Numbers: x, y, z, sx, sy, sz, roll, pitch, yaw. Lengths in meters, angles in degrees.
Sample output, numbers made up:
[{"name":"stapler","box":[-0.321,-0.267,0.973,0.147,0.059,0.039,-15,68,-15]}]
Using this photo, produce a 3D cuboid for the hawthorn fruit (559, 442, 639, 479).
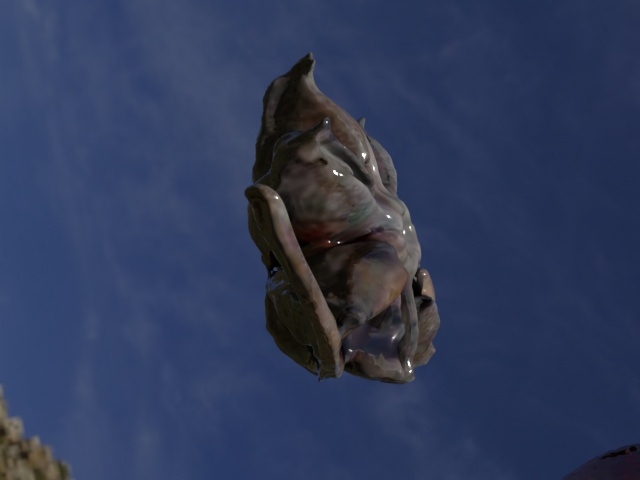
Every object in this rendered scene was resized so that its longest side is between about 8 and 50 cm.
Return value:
[{"name":"hawthorn fruit","box":[0.356,0.368,1.457,0.316,0.316,0.316,17,-69,51]}]

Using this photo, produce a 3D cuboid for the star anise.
[{"name":"star anise","box":[0.000,0.000,1.010,0.316,0.139,0.359,-103,169,-48]}]
